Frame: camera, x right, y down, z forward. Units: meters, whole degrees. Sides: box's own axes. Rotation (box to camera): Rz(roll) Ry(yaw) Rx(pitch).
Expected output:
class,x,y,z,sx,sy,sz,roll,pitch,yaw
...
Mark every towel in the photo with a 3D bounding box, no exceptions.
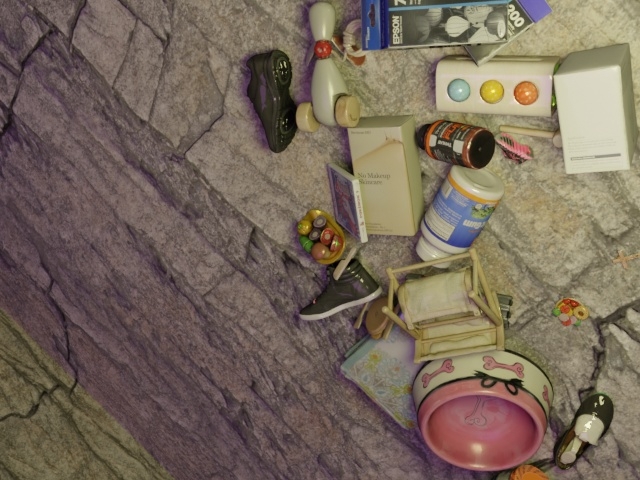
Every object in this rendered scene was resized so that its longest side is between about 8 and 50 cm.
class,x,y,z,sx,sy,sz,roll,pitch,yaw
towel,0.271,0.394,2.229,0.320,0.090,0.374,42,127,-1

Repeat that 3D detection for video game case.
class,x,y,z,sx,sy,sz,roll,pitch,yaw
video game case,0.074,-0.109,2.023,0.201,0.023,0.183,-136,33,-62

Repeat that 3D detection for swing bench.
class,x,y,z,sx,sy,sz,roll,pitch,yaw
swing bench,0.329,0.182,1.912,0.253,0.165,0.255,-14,131,25

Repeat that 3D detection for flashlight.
class,x,y,z,sx,sy,sz,roll,pitch,yaw
flashlight,0.385,0.164,2.040,0.304,0.103,0.103,9,150,21

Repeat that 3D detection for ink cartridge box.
class,x,y,z,sx,sy,sz,roll,pitch,yaw
ink cartridge box,0.383,-0.539,1.633,0.208,0.045,0.206,-36,89,12
ink cartridge box,0.249,-0.514,1.608,0.332,0.065,0.165,-1,99,13

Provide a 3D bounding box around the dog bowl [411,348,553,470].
class,x,y,z,sx,sy,sz,roll,pitch,yaw
dog bowl,0.460,0.497,2.064,0.407,0.150,0.408,6,126,8

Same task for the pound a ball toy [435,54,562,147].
class,x,y,z,sx,sy,sz,roll,pitch,yaw
pound a ball toy,0.441,-0.326,1.718,0.319,0.136,0.208,9,119,25

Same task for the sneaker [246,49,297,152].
class,x,y,z,sx,sy,sz,roll,pitch,yaw
sneaker,-0.142,-0.390,2.037,0.130,0.109,0.286,8,109,33

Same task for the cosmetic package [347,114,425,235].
class,x,y,z,sx,sy,sz,roll,pitch,yaw
cosmetic package,0.183,-0.175,1.956,0.160,0.113,0.310,2,117,28

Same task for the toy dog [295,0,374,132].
class,x,y,z,sx,sy,sz,roll,pitch,yaw
toy dog,0.038,-0.439,1.899,0.220,0.161,0.334,24,109,20

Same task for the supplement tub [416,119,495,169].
class,x,y,z,sx,sy,sz,roll,pitch,yaw
supplement tub,0.333,-0.245,1.809,0.198,0.106,0.106,24,129,50

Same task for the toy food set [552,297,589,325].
class,x,y,z,sx,sy,sz,roll,pitch,yaw
toy food set,0.671,0.193,1.939,0.083,0.020,0.082,40,127,4

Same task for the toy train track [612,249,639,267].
class,x,y,z,sx,sy,sz,roll,pitch,yaw
toy train track,0.776,0.041,1.807,0.083,0.014,0.048,-18,98,29

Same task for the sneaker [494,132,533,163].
class,x,y,z,sx,sy,sz,roll,pitch,yaw
sneaker,0.471,-0.224,1.795,0.119,0.047,0.057,26,147,-21

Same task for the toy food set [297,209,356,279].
class,x,y,z,sx,sy,sz,roll,pitch,yaw
toy food set,0.000,0.000,2.128,0.218,0.071,0.128,47,109,27

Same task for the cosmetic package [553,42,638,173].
class,x,y,z,sx,sy,sz,roll,pitch,yaw
cosmetic package,0.610,-0.292,1.587,0.138,0.224,0.225,-1,114,29

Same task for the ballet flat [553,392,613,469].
class,x,y,z,sx,sy,sz,roll,pitch,yaw
ballet flat,0.746,0.556,2.045,0.095,0.096,0.280,26,125,15

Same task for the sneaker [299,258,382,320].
class,x,y,z,sx,sy,sz,roll,pitch,yaw
sneaker,0.035,0.144,2.218,0.295,0.104,0.147,-24,101,30

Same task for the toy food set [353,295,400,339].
class,x,y,z,sx,sy,sz,roll,pitch,yaw
toy food set,0.180,0.230,2.145,0.038,0.132,0.192,28,173,-25

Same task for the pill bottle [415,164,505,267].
class,x,y,z,sx,sy,sz,roll,pitch,yaw
pill bottle,0.356,-0.061,1.895,0.152,0.152,0.272,31,126,11

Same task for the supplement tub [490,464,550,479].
class,x,y,z,sx,sy,sz,roll,pitch,yaw
supplement tub,0.572,0.837,2.229,0.193,0.193,0.316,38,126,6
